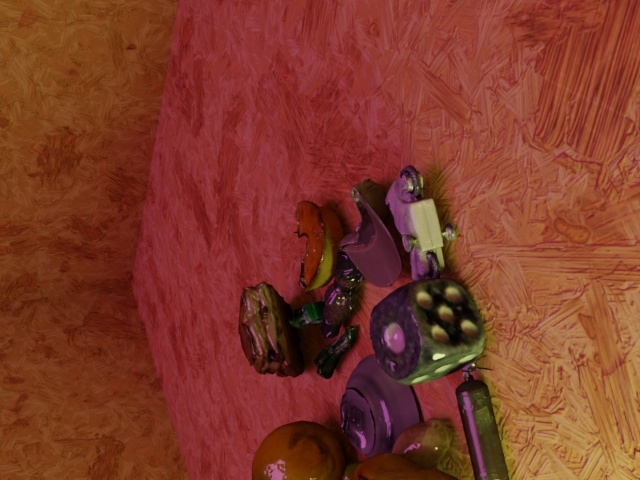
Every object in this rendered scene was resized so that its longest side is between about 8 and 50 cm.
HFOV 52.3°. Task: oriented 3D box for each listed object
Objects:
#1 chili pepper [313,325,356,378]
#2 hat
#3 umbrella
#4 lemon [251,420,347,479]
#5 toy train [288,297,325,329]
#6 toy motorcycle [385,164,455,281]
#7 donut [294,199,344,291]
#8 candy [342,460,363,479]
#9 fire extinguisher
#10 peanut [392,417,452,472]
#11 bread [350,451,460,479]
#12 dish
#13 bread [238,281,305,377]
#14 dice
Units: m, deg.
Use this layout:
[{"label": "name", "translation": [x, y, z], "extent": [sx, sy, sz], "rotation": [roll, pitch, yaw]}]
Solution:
[{"label": "chili pepper", "translation": [0.050, 0.306, 1.871], "extent": [0.227, 0.059, 0.088], "rotation": [121, 145, -43]}, {"label": "hat", "translation": [0.144, -0.022, 1.577], "extent": [0.244, 0.149, 0.214], "rotation": [43, 144, 24]}, {"label": "umbrella", "translation": [0.062, 0.138, 1.767], "extent": [0.094, 0.090, 0.326], "rotation": [52, 137, 46]}, {"label": "lemon", "translation": [-0.062, 0.677, 1.931], "extent": [0.297, 0.296, 0.297], "rotation": [22, 115, 58]}, {"label": "toy train", "translation": [-0.026, 0.220, 1.936], "extent": [0.178, 0.104, 0.071], "rotation": [-35, 71, 59]}, {"label": "toy motorcycle", "translation": [0.212, -0.037, 1.463], "extent": [0.171, 0.110, 0.261], "rotation": [-176, 72, -78]}, {"label": "donut", "translation": [0.002, 0.003, 1.800], "extent": [0.152, 0.101, 0.259], "rotation": [-33, 55, 58]}, {"label": "candy", "translation": [0.103, 0.718, 1.840], "extent": [0.097, 0.096, 0.210], "rotation": [46, 140, 47]}, {"label": "fire extinguisher", "translation": [0.339, 0.378, 1.358], "extent": [0.089, 0.072, 0.268], "rotation": [-16, 81, 29]}, {"label": "peanut", "translation": [0.231, 0.523, 1.533], "extent": [0.122, 0.137, 0.253], "rotation": [-58, -24, -65]}, {"label": "bread", "translation": [0.216, 0.643, 1.417], "extent": [0.336, 0.148, 0.328], "rotation": [14, 115, 31]}, {"label": "dish", "translation": [0.133, 0.460, 1.703], "extent": [0.316, 0.106, 0.317], "rotation": [23, 117, 57]}, {"label": "bread", "translation": [-0.165, 0.298, 2.015], "extent": [0.324, 0.166, 0.278], "rotation": [60, -168, -71]}, {"label": "dice", "translation": [0.226, 0.195, 1.397], "extent": [0.182, 0.183, 0.182], "rotation": [-53, 50, 51]}]
